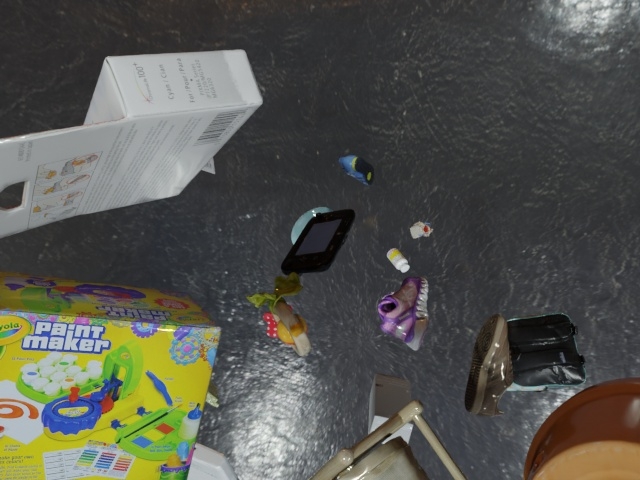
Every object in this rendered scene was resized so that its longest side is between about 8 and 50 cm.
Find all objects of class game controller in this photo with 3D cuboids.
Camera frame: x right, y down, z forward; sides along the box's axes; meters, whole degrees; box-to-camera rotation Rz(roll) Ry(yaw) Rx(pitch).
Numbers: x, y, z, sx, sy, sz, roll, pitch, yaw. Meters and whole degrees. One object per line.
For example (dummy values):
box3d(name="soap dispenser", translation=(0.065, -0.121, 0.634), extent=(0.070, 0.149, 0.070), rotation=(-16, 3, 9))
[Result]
box3d(name="game controller", translation=(0.000, 0.000, 1.618), extent=(0.166, 0.319, 0.067), rotation=(-17, 116, 31))

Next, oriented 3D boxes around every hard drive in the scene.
box3d(name="hard drive", translation=(-0.363, 0.726, 1.697), extent=(0.233, 0.353, 0.047), rotation=(13, 49, 20))

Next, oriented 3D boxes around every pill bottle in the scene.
box3d(name="pill bottle", translation=(0.255, 0.066, 1.751), extent=(0.043, 0.043, 0.083), rotation=(-33, 48, -2))

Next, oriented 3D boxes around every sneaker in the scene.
box3d(name="sneaker", translation=(0.134, -0.261, 1.976), extent=(0.082, 0.209, 0.069), rotation=(13, 82, 30))
box3d(name="sneaker", translation=(0.322, 0.232, 0.993), extent=(0.071, 0.066, 0.188), rotation=(16, 90, -7))
box3d(name="sneaker", translation=(0.183, 0.145, 1.211), extent=(0.105, 0.236, 0.095), rotation=(15, 116, 3))

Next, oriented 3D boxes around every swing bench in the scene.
box3d(name="swing bench", translation=(0.086, 0.391, 0.680), extent=(0.165, 0.254, 0.253), rotation=(-14, 60, -43))

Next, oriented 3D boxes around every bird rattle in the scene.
box3d(name="bird rattle", translation=(-0.097, 0.221, 1.420), extent=(0.143, 0.253, 0.207), rotation=(-23, 48, -20))

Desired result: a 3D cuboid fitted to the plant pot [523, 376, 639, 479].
box3d(name="plant pot", translation=(0.340, 0.297, 0.555), extent=(0.291, 0.203, 0.290), rotation=(-7, 78, 37))

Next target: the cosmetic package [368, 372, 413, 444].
box3d(name="cosmetic package", translation=(0.222, 0.539, 1.717), extent=(0.127, 0.238, 0.107), rotation=(12, 107, 1))

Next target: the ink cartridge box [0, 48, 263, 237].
box3d(name="ink cartridge box", translation=(-0.237, -0.092, 0.572), extent=(0.261, 0.296, 0.066), rotation=(-18, 86, -34))

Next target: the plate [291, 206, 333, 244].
box3d(name="plate", translation=(-0.016, -0.034, 1.918), extent=(0.188, 0.188, 0.024), rotation=(-37, 47, -3))

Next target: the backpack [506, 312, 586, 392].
box3d(name="backpack", translation=(0.451, 0.247, 1.173), extent=(0.188, 0.144, 0.165), rotation=(-2, 75, -15))

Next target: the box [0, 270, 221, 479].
box3d(name="box", translation=(-0.320, 0.207, 0.713), extent=(0.290, 0.177, 0.279), rotation=(12, 95, -30))

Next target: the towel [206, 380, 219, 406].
box3d(name="towel", translation=(-0.302, 0.337, 1.293), extent=(0.148, 0.110, 0.027), rotation=(45, 83, -13))

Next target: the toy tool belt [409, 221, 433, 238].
box3d(name="toy tool belt", translation=(0.316, -0.035, 1.639), extent=(0.051, 0.083, 0.052), rotation=(-16, 91, -32))

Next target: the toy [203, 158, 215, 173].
box3d(name="toy", translation=(-0.336, -0.270, 1.302), extent=(0.056, 0.137, 0.237), rotation=(-31, 63, 32))
